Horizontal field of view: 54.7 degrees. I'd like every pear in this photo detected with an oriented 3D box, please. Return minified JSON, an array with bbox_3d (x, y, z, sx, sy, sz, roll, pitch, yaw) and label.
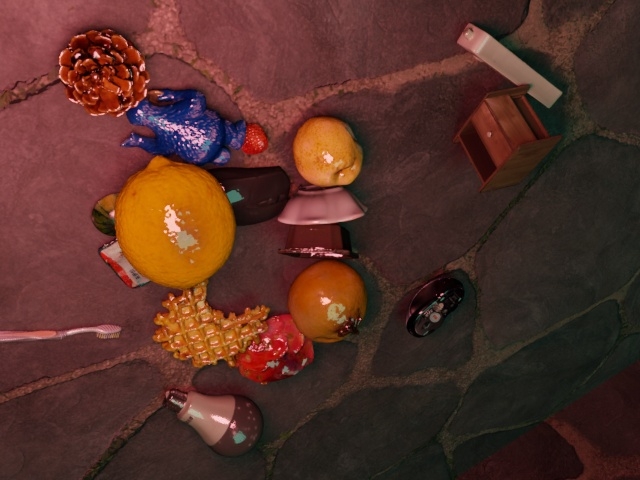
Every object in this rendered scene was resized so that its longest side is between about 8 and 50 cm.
[{"bbox_3d":[0.021,-0.203,1.443,0.178,0.178,0.178,-16,130,-20],"label":"pear"}]

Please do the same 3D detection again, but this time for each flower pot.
[{"bbox_3d":[0.000,0.000,1.563,0.179,0.084,0.251,1,175,11],"label":"flower pot"}]

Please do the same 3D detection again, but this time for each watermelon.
[{"bbox_3d":[-0.443,-0.049,1.356,0.105,0.062,0.105,-20,135,-21],"label":"watermelon"}]

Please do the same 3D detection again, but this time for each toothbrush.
[{"bbox_3d":[-0.661,0.224,1.458,0.375,0.028,0.037,2,130,-32],"label":"toothbrush"}]

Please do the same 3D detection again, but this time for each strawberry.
[{"bbox_3d":[-0.149,-0.223,1.387,0.073,0.083,0.073,-11,120,-19],"label":"strawberry"}]

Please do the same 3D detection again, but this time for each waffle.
[{"bbox_3d":[-0.292,0.231,1.628,0.293,0.069,0.260,30,107,-30],"label":"waffle"}]

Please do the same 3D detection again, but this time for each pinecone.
[{"bbox_3d":[-0.395,-0.301,1.125,0.173,0.173,0.173,-16,130,-20],"label":"pinecone"}]

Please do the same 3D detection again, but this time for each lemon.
[{"bbox_3d":[-0.300,-0.035,1.288,0.267,0.267,0.267,-16,130,-20],"label":"lemon"}]

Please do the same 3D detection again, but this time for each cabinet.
[{"bbox_3d":[0.474,-0.261,1.607,0.148,0.175,0.215,-14,157,-22],"label":"cabinet"}]

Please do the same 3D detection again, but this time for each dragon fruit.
[{"bbox_3d":[-0.130,0.309,1.770,0.274,0.126,0.161,-23,133,-15],"label":"dragon fruit"}]

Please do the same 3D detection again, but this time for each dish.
[{"bbox_3d":[0.003,-0.098,1.505,0.229,0.229,0.081,-10,103,-24],"label":"dish"}]

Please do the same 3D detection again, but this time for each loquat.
[{"bbox_3d":[0.025,0.170,1.681,0.244,0.244,0.244,-16,130,-20],"label":"loquat"}]

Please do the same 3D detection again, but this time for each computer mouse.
[{"bbox_3d":[-0.184,-0.101,1.456,0.269,0.086,0.137,-5,126,-29],"label":"computer mouse"},{"bbox_3d":[0.362,0.208,2.009,0.233,0.096,0.137,-44,139,0],"label":"computer mouse"}]

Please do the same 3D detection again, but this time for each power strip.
[{"bbox_3d":[0.483,-0.446,1.584,0.385,0.091,0.062,18,116,-38],"label":"power strip"}]

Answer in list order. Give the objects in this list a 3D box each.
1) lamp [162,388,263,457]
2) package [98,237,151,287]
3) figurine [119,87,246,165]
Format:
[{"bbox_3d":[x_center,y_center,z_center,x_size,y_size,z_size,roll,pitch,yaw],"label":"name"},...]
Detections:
[{"bbox_3d":[-0.321,0.532,1.822,0.314,0.182,0.182,17,115,-16],"label":"lamp"},{"bbox_3d":[-0.384,0.019,1.460,0.232,0.040,0.166,-30,135,-7],"label":"package"},{"bbox_3d":[-0.282,-0.227,1.276,0.262,0.121,0.164,5,124,-31],"label":"figurine"}]
